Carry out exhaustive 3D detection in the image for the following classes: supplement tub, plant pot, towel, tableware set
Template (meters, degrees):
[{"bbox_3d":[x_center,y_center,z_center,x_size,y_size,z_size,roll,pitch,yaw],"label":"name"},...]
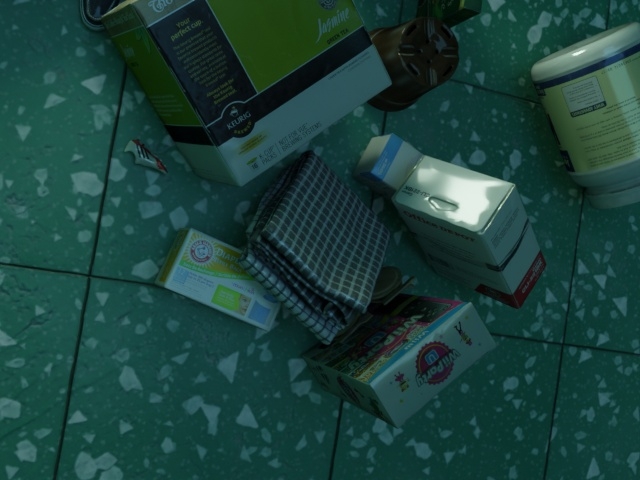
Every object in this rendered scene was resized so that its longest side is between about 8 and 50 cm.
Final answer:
[{"bbox_3d":[0.593,-0.251,1.562,0.235,0.235,0.324,-27,100,-19],"label":"supplement tub"},{"bbox_3d":[0.165,-0.335,1.433,0.167,0.165,0.166,0,91,-22],"label":"plant pot"},{"bbox_3d":[0.000,0.000,1.327,0.235,0.121,0.283,45,36,-17],"label":"towel"},{"bbox_3d":[0.079,0.122,1.428,0.194,0.128,0.039,-40,121,-15],"label":"tableware set"}]

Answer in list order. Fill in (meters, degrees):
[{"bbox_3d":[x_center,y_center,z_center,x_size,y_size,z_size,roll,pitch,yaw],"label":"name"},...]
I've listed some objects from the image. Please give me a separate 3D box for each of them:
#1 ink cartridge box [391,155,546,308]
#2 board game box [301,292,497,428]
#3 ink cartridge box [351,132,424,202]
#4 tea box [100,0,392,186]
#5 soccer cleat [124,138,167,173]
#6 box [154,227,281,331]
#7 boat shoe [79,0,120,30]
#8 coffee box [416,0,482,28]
[{"bbox_3d":[0.276,-0.014,1.400,0.114,0.197,0.273,-55,140,-13],"label":"ink cartridge box"},{"bbox_3d":[0.127,0.194,1.344,0.224,0.303,0.097,-35,104,-18],"label":"board game box"},{"bbox_3d":[0.153,-0.127,1.467,0.143,0.092,0.089,32,80,-18],"label":"ink cartridge box"},{"bbox_3d":[-0.121,-0.314,1.268,0.329,0.220,0.323,-36,114,-18],"label":"tea box"},{"bbox_3d":[-0.302,-0.140,1.326,0.083,0.029,0.035,43,84,-13],"label":"soccer cleat"},{"bbox_3d":[-0.169,0.067,1.336,0.203,0.103,0.114,25,81,-20],"label":"box"},{"bbox_3d":[-0.352,-0.444,1.275,0.065,0.083,0.183,19,83,-20],"label":"boat shoe"},{"bbox_3d":[0.244,-0.462,1.453,0.041,0.184,0.113,11,86,-22],"label":"coffee box"}]
